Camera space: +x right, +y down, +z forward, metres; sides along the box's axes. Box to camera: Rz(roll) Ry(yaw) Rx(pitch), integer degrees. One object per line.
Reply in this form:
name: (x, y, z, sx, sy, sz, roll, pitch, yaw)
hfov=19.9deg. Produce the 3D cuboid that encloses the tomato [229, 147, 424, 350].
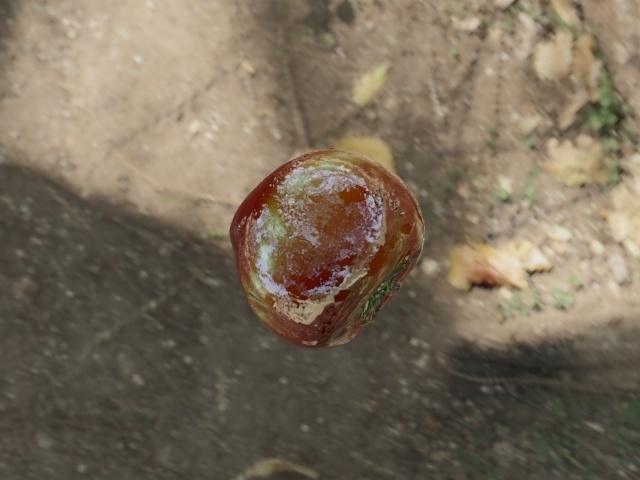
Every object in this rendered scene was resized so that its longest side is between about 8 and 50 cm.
tomato: (0.000, 0.000, 0.759, 0.075, 0.087, 0.087, 42, 95, 13)
